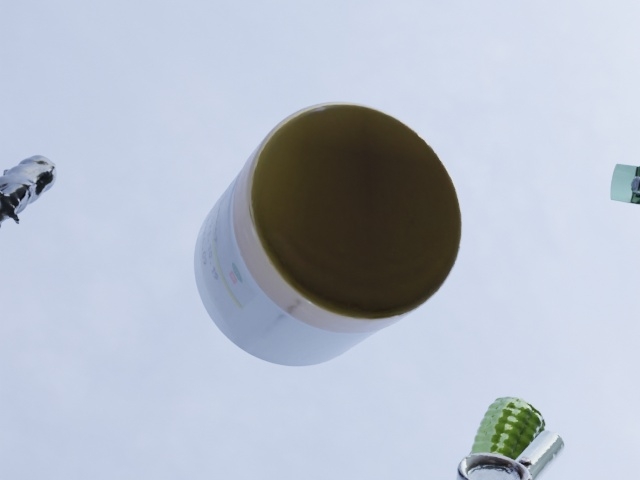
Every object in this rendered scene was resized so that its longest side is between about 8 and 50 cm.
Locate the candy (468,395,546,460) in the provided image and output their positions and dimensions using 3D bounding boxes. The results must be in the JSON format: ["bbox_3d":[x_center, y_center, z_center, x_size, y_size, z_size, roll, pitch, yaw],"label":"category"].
[{"bbox_3d":[0.256,0.320,1.708,0.097,0.096,0.209,52,-134,-21],"label":"candy"}]

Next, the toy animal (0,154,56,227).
[{"bbox_3d":[-0.299,-0.041,1.129,0.047,0.065,0.136,61,-154,-14],"label":"toy animal"}]

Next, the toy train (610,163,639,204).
[{"bbox_3d":[0.264,-0.037,0.887,0.083,0.053,0.033,8,-84,-20],"label":"toy train"}]

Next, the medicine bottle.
[{"bbox_3d":[0.000,0.000,1.289,0.238,0.232,0.238,8,-111,-20],"label":"medicine bottle"}]

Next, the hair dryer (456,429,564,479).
[{"bbox_3d":[0.201,0.262,1.241,0.236,0.073,0.131,-31,-50,-59],"label":"hair dryer"}]
